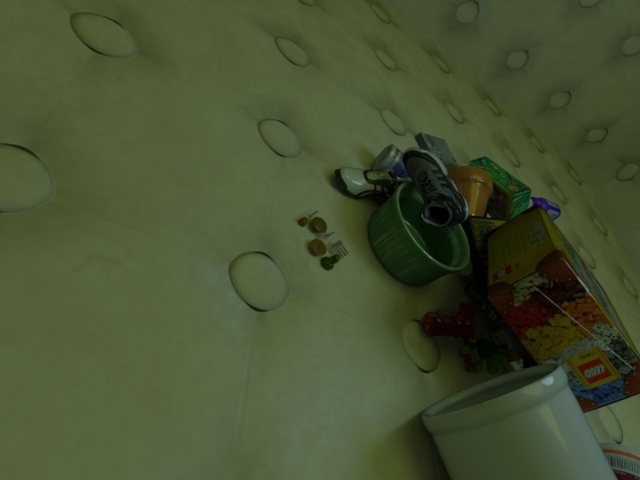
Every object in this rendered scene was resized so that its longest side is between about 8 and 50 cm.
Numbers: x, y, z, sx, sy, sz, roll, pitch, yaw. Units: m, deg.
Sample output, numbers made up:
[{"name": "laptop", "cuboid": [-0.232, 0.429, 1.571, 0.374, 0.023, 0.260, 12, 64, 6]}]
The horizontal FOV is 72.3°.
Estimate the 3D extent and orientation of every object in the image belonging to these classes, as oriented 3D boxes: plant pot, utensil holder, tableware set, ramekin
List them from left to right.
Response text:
[{"name": "tableware set", "cuboid": [0.000, 0.000, 1.138, 0.154, 0.024, 0.104, 53, 43, 2]}, {"name": "ramekin", "cuboid": [0.287, -0.012, 1.312, 0.304, 0.148, 0.303, 24, 46, -28]}, {"name": "plant pot", "cuboid": [0.528, -0.140, 1.616, 0.205, 0.205, 0.187, 25, 62, -27]}, {"name": "utensil holder", "cuboid": [0.445, 0.501, 0.927, 0.328, 0.328, 0.385, -5, 66, -45]}]

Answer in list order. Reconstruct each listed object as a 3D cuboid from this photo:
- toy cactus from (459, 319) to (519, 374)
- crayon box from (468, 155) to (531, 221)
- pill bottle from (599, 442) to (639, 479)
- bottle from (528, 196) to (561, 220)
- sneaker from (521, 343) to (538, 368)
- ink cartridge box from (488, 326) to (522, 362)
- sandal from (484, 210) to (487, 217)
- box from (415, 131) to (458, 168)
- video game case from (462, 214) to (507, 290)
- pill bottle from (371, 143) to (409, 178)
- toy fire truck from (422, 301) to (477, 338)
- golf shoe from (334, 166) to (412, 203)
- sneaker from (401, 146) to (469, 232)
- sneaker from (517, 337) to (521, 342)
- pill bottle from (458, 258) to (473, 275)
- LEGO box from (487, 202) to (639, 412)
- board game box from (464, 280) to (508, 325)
[{"name": "toy cactus", "cuboid": [0.478, 0.305, 1.294, 0.219, 0.112, 0.180, 9, 44, -27]}, {"name": "crayon box", "cuboid": [0.683, -0.188, 1.707, 0.081, 0.165, 0.278, -18, 41, -10]}, {"name": "pill bottle", "cuboid": [0.762, 0.743, 1.108, 0.224, 0.224, 0.392, 49, 40, -1]}, {"name": "bottle", "cuboid": [1.090, -0.159, 2.195, 0.283, 0.118, 0.092, 10, 57, -37]}, {"name": "sneaker", "cuboid": [0.662, 0.413, 1.322, 0.135, 0.098, 0.276, -51, 127, -32]}, {"name": "ink cartridge box", "cuboid": [0.651, 0.328, 1.452, 0.209, 0.062, 0.108, -3, 62, -44]}, {"name": "sandal", "cuboid": [0.602, -0.164, 1.775, 0.240, 0.088, 0.079, 64, 18, 5]}, {"name": "box", "cuboid": [0.502, -0.385, 1.887, 0.186, 0.038, 0.145, 0, 60, -42]}, {"name": "video game case", "cuboid": [0.593, 0.042, 1.504, 0.275, 0.035, 0.248, 1, 75, -42]}, {"name": "pill bottle", "cuboid": [0.279, -0.230, 1.503, 0.187, 0.112, 0.112, 37, 41, -15]}, {"name": "toy fire truck", "cuboid": [0.374, 0.224, 1.258, 0.192, 0.047, 0.135, 7, 20, -11]}, {"name": "golf shoe", "cuboid": [0.166, -0.189, 1.364, 0.273, 0.120, 0.105, 11, 55, -36]}, {"name": "sneaker", "cuboid": [0.312, -0.142, 1.237, 0.268, 0.101, 0.153, 52, 37, -1]}, {"name": "sneaker", "cuboid": [0.675, 0.303, 1.397, 0.178, 0.072, 0.077, 55, 32, -19]}, {"name": "pill bottle", "cuboid": [0.524, 0.082, 1.521, 0.120, 0.067, 0.067, -9, 66, -46]}, {"name": "LEGO box", "cuboid": [0.654, 0.150, 1.220, 0.372, 0.193, 0.500, 52, 27, -3]}, {"name": "board game box", "cuboid": [0.617, 0.216, 1.462, 0.243, 0.042, 0.165, 11, 31, -31]}]
